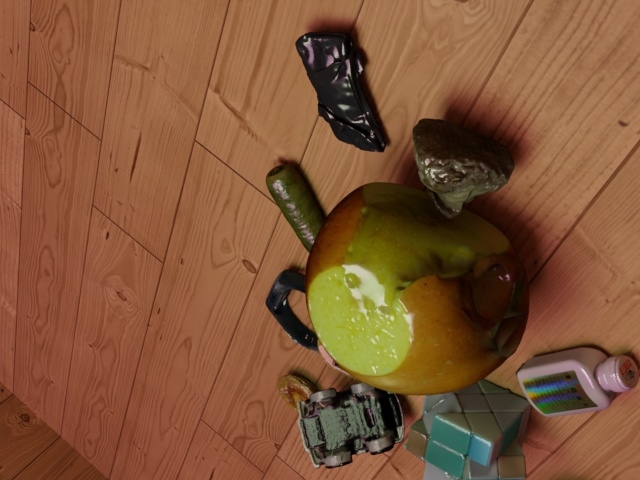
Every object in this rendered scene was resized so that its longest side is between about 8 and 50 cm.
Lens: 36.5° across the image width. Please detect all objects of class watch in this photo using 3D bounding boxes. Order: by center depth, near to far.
[{"bbox_3d":[-0.028,0.157,2.164,0.193,0.068,0.206,38,145,6],"label":"watch"}]

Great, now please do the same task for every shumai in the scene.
[{"bbox_3d":[0.208,-0.110,1.601,0.184,0.184,0.142,30,124,21],"label":"shumai"}]

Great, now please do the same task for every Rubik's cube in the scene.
[{"bbox_3d":[0.306,0.410,1.952,0.265,0.224,0.213,24,121,31],"label":"Rubik's cube"}]

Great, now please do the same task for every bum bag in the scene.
[{"bbox_3d":[0.036,-0.260,1.730,0.123,0.060,0.248,7,128,39],"label":"bum bag"}]

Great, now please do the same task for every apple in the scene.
[{"bbox_3d":[0.168,0.087,1.671,0.374,0.374,0.384,7,144,40],"label":"apple"}]

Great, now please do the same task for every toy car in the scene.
[{"bbox_3d":[0.076,0.406,2.203,0.235,0.158,0.172,-16,85,10],"label":"toy car"}]

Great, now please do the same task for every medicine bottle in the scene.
[{"bbox_3d":[0.470,0.255,1.762,0.219,0.078,0.115,-24,103,51],"label":"medicine bottle"}]

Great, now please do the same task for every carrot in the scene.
[{"bbox_3d":[0.000,0.000,1.996,0.074,0.074,0.358,-11,118,48],"label":"carrot"}]

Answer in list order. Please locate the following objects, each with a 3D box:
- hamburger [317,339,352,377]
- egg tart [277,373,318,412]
[{"bbox_3d":[0.095,0.220,2.044,0.210,0.116,0.173,20,129,9],"label":"hamburger"},{"bbox_3d":[-0.050,0.375,2.389,0.130,0.052,0.130,25,138,24],"label":"egg tart"}]
